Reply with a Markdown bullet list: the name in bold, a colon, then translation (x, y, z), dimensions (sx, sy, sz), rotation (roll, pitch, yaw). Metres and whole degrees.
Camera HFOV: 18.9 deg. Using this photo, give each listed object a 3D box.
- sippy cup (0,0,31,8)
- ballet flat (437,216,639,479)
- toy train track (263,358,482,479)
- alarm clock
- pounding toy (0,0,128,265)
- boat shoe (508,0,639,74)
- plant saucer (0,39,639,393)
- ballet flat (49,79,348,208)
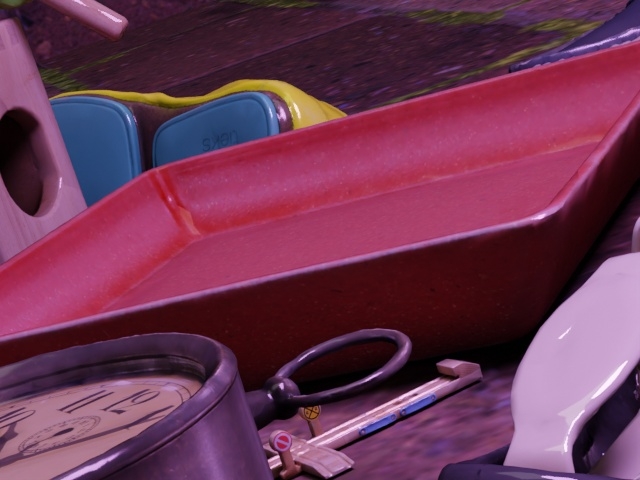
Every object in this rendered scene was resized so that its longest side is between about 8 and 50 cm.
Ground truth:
- **sippy cup**: translation (-0.251, -0.038, 0.754), dimensions (0.240, 0.224, 0.305), rotation (-35, 3, -31)
- **ballet flat**: translation (0.082, 0.028, 0.394), dimensions (0.074, 0.074, 0.203), rotation (-9, 14, 37)
- **toy train track**: translation (0.008, 0.049, 0.548), dimensions (0.083, 0.014, 0.048), rotation (-23, 13, -23)
- **alarm clock**: translation (-0.057, 0.064, 0.458), dimensions (0.192, 0.064, 0.129), rotation (-26, 14, -24)
- **pounding toy**: translation (-0.180, -0.063, 0.877), dimensions (0.181, 0.206, 0.094), rotation (-13, 13, 24)
- **boat shoe**: translation (0.190, -0.117, 0.871), dimensions (0.255, 0.079, 0.095), rotation (-21, 12, -14)
- **plant saucer**: translation (0.000, 0.000, 0.707), dimensions (0.259, 0.047, 0.258), rotation (-12, 13, 24)
- **ballet flat**: translation (-0.069, -0.040, 0.972), dimensions (0.077, 0.077, 0.231), rotation (0, -1, -44)
